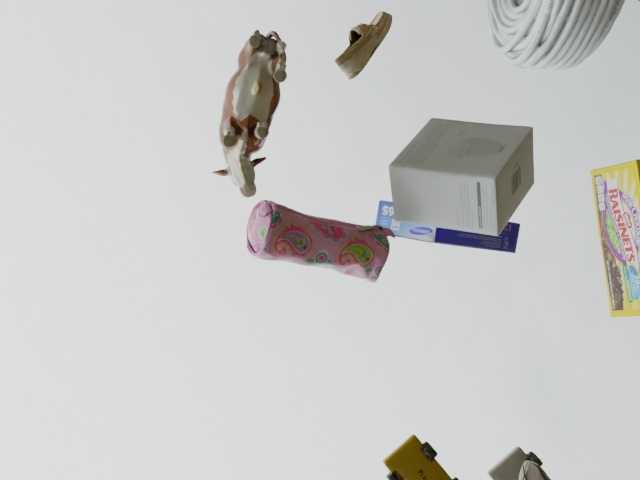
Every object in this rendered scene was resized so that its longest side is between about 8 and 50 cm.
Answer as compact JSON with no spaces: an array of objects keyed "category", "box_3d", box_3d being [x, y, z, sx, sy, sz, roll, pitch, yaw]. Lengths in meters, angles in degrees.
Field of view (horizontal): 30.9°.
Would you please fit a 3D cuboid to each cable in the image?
[{"category":"cable","box_3d":[0.252,-0.314,1.247,0.089,0.257,0.257,3,-139,-10]}]

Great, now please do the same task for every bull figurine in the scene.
[{"category":"bull figurine","box_3d":[-0.126,-0.233,2.091,0.101,0.188,0.310,10,-89,-9]}]

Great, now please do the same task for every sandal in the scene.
[{"category":"sandal","box_3d":[0.381,0.421,1.906,0.049,0.180,0.072,18,-87,-25]}]

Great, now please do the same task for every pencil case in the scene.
[{"category":"pencil case","box_3d":[0.000,0.000,2.253,0.284,0.124,0.124,12,-125,-24]}]

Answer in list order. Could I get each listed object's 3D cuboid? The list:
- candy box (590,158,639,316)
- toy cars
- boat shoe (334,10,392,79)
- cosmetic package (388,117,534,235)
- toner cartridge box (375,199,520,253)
[{"category":"candy box","box_3d":[0.412,-0.001,1.546,0.027,0.105,0.205,-7,-92,-24]},{"category":"toy cars","box_3d":[0.293,0.459,2.190,0.394,0.087,0.176,9,-84,-13]},{"category":"boat shoe","box_3d":[0.080,-0.379,2.179,0.059,0.063,0.170,39,-122,-14]},{"category":"cosmetic package","box_3d":[0.285,-0.131,2.315,0.224,0.225,0.138,-47,-41,-47]},{"category":"toner cartridge box","box_3d":[0.291,-0.029,2.605,0.348,0.165,0.075,7,-87,-50]}]
